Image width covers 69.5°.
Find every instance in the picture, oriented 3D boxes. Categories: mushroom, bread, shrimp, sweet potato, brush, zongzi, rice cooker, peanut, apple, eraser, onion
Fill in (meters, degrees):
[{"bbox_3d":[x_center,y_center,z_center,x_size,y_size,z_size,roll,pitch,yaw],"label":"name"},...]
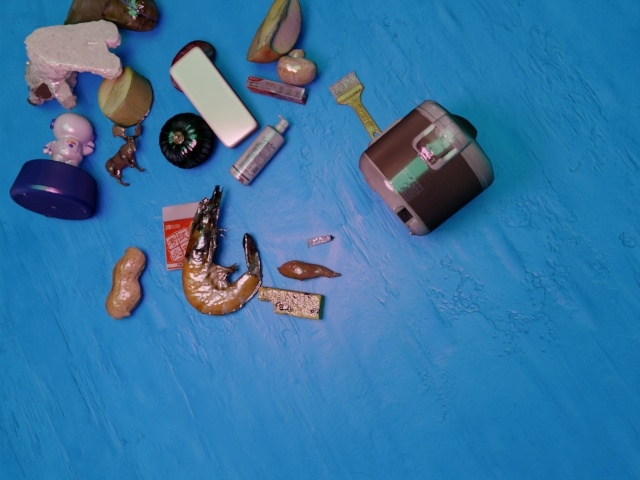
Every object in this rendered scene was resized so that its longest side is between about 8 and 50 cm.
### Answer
[{"bbox_3d":[-0.079,-0.579,1.554,0.147,0.148,0.112,3,102,13],"label":"mushroom"},{"bbox_3d":[-0.103,0.207,1.536,0.225,0.049,0.088,5,86,14],"label":"bread"},{"bbox_3d":[-0.331,0.033,1.568,0.271,0.085,0.446,2,88,-3],"label":"shrimp"},{"bbox_3d":[-0.047,0.102,1.525,0.225,0.068,0.068,4,86,12],"label":"sweet potato"},{"bbox_3d":[0.136,-0.437,1.556,0.103,0.013,0.272,-32,80,9],"label":"brush"},{"bbox_3d":[-0.806,-0.833,1.736,0.360,0.160,0.323,-45,79,14],"label":"zongzi"},{"bbox_3d":[0.309,-0.218,1.336,0.325,0.335,0.335,-39,78,11],"label":"rice cooker"},{"bbox_3d":[-0.691,0.153,1.649,0.117,0.101,0.264,10,84,-12],"label":"peanut"},{"bbox_3d":[-0.157,-0.708,1.590,0.193,0.120,0.265,0,65,52],"label":"apple"},{"bbox_3d":[-0.479,-0.016,1.645,0.157,0.038,0.231,-8,84,12],"label":"eraser"},{"bbox_3d":[-0.481,-0.643,1.669,0.151,0.098,0.206,29,92,12],"label":"onion"}]

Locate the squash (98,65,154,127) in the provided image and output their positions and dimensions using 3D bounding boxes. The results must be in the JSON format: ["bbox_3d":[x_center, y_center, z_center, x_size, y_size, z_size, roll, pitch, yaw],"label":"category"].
[{"bbox_3d":[-0.744,-0.540,1.710,0.220,0.133,0.221,-2,84,19],"label":"squash"}]

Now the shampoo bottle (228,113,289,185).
[{"bbox_3d":[-0.201,-0.310,1.585,0.085,0.085,0.262,42,94,13],"label":"shampoo bottle"}]

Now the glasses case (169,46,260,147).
[{"bbox_3d":[-0.363,-0.489,1.597,0.144,0.076,0.337,-36,95,6],"label":"glasses case"}]

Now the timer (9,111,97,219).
[{"bbox_3d":[-0.930,-0.292,1.689,0.270,0.270,0.384,0,70,13],"label":"timer"}]

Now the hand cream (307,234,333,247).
[{"bbox_3d":[0.000,0.000,1.550,0.093,0.019,0.030,-13,84,18],"label":"hand cream"}]

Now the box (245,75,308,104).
[{"bbox_3d":[-0.152,-0.522,1.608,0.217,0.055,0.040,18,87,13],"label":"box"}]

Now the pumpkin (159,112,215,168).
[{"bbox_3d":[-0.471,-0.350,1.619,0.201,0.140,0.202,-1,88,19],"label":"pumpkin"}]

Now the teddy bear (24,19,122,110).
[{"bbox_3d":[-0.941,-0.639,1.748,0.374,0.362,0.328,-4,77,-20],"label":"teddy bear"}]

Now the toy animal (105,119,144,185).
[{"bbox_3d":[-0.721,-0.327,1.699,0.214,0.093,0.186,-37,70,16],"label":"toy animal"}]
